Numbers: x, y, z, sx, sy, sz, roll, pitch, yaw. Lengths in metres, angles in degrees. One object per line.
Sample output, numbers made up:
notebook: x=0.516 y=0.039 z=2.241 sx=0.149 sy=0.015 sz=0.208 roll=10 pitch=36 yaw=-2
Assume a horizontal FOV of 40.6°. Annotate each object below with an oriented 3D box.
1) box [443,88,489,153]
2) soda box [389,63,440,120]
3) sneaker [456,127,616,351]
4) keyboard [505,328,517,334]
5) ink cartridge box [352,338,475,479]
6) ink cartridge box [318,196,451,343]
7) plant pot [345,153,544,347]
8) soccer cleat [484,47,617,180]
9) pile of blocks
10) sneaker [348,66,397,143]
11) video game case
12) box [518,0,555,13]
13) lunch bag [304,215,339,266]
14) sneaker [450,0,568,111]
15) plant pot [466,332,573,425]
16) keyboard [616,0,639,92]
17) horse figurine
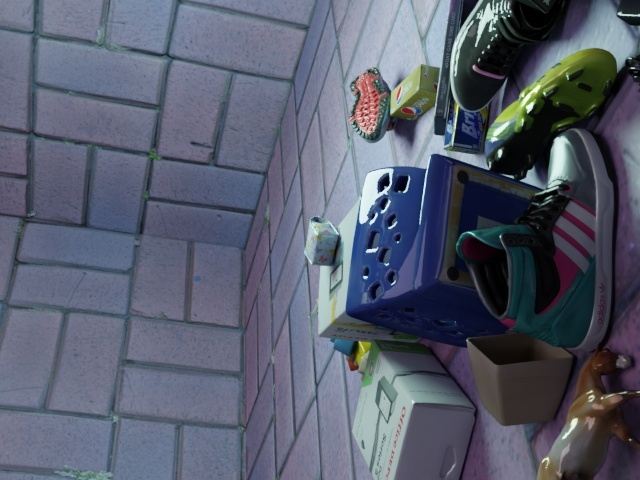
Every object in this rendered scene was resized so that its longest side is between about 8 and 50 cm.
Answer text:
box: x=0.261 y=-0.239 z=1.516 sx=0.054 sy=0.059 sz=0.168 roll=178 pitch=100 yaw=-80
soda box: x=0.202 y=-0.306 z=1.802 sx=0.181 sy=0.061 sz=0.058 roll=146 pitch=131 yaw=-73
sneaker: x=0.265 y=-0.013 z=1.097 sx=0.124 sy=0.179 sz=0.295 roll=132 pitch=144 yaw=-68
keyboard: x=0.274 y=0.062 z=1.380 sx=0.256 sy=0.014 sz=0.072 roll=-105 pitch=27 yaw=-60
ink cartridge box: x=0.154 y=0.317 z=1.513 sx=0.273 sy=0.115 sz=0.198 roll=-125 pitch=45 yaw=-71
ink cartridge box: x=0.125 y=0.067 z=1.610 sx=0.270 sy=0.198 sz=0.197 roll=127 pitch=148 yaw=-65
plant pot: x=0.195 y=0.014 z=1.253 sx=0.212 sy=0.236 sz=0.235 roll=-24 pitch=54 yaw=62
soccer cleat: x=0.311 y=-0.194 z=1.212 sx=0.289 sy=0.094 sz=0.121 roll=124 pitch=158 yaw=-61
pile of blocks: x=0.058 y=0.209 z=1.917 sx=0.362 sy=0.149 sz=0.112 roll=-107 pitch=28 yaw=-60
sneaker: x=0.141 y=-0.294 z=1.976 sx=0.104 sy=0.125 sz=0.261 roll=-31 pitch=32 yaw=25
video game case: x=0.240 y=-0.345 z=1.608 sx=0.196 sy=0.026 sz=0.274 roll=16 pitch=-97 yaw=-82
box: x=0.311 y=-0.457 z=1.162 sx=0.261 sy=0.103 sz=0.184 roll=-57 pitch=25 yaw=15
lunch bag: x=0.000 y=0.000 z=1.633 sx=0.083 sy=0.053 sz=0.071 roll=-127 pitch=44 yaw=-60
sneaker: x=0.286 y=-0.314 z=1.347 sx=0.146 sy=0.105 sz=0.295 roll=-93 pitch=20 yaw=-56
plant pot: x=0.266 y=0.188 z=1.162 sx=0.109 sy=0.109 sz=0.096 roll=-132 pitch=38 yaw=-73
keyboard: x=0.413 y=-0.256 z=0.944 sx=0.317 sy=0.033 sz=0.201 roll=-125 pitch=44 yaw=-72
horse figurine: x=0.302 y=0.246 z=0.954 sx=0.263 sy=0.066 sz=0.174 roll=-70 pitch=18 yaw=-2
